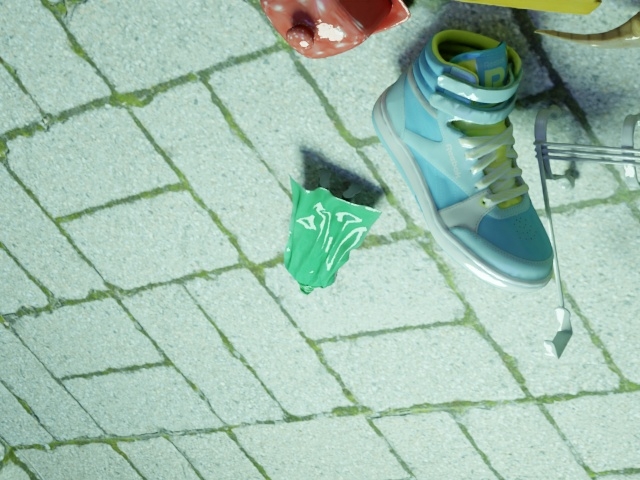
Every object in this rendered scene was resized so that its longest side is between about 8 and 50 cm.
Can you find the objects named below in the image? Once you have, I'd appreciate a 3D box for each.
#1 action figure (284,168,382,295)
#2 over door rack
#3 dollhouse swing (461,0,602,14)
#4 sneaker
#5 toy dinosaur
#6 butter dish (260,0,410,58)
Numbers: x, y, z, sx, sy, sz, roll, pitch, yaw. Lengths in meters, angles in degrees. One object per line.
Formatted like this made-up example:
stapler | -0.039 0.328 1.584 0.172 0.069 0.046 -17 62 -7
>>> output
action figure | 0.000 0.000 2.085 0.137 0.063 0.232 26 138 6
over door rack | 0.381 -0.002 1.757 0.239 0.108 0.324 8 117 31
dollhouse swing | 0.226 -0.447 1.437 0.315 0.305 0.347 1 155 -31
sneaker | 0.192 -0.106 1.708 0.319 0.127 0.208 54 142 19
toy dinosaur | 0.356 -0.226 1.599 0.211 0.064 0.112 -19 109 31
butter dish | -0.005 -0.271 1.738 0.160 0.118 0.160 -13 130 42
